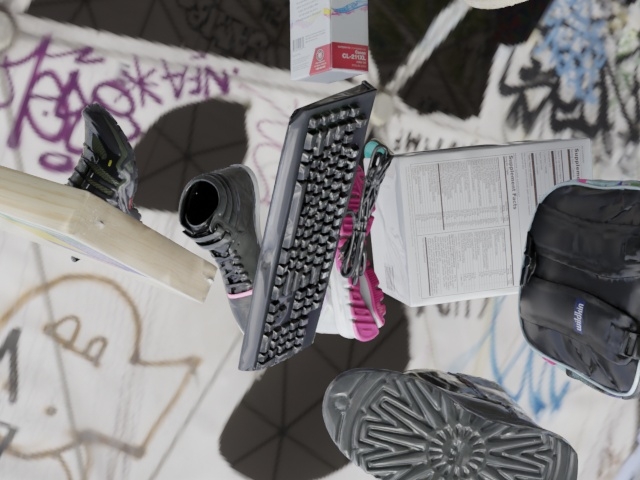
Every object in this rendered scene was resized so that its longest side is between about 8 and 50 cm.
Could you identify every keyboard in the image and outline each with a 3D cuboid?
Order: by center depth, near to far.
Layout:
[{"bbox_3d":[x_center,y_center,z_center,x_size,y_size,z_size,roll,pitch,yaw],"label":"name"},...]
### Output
[{"bbox_3d":[0.008,-0.013,1.006,0.033,0.317,0.201,32,-142,24],"label":"keyboard"}]

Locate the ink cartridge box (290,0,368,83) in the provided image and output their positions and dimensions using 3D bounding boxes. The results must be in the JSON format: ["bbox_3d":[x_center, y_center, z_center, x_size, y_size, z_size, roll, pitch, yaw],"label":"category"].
[{"bbox_3d":[0.013,-0.340,1.528,0.072,0.175,0.127,0,180,-30],"label":"ink cartridge box"}]

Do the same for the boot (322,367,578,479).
[{"bbox_3d":[0.163,0.259,1.529,0.367,0.146,0.445,22,-176,-5],"label":"boot"}]

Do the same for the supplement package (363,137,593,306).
[{"bbox_3d":[0.216,-0.031,1.363,0.263,0.198,0.199,-7,-174,-10],"label":"supplement package"}]

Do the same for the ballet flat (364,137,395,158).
[{"bbox_3d":[0.126,-0.091,1.612,0.052,0.057,0.168,-14,-105,-52],"label":"ballet flat"}]

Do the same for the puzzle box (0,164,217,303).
[{"bbox_3d":[-0.353,-0.036,1.195,0.409,0.052,0.272,17,169,28],"label":"puzzle box"}]

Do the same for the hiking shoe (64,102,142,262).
[{"bbox_3d":[-0.315,-0.074,1.367,0.114,0.226,0.086,-18,-152,-25],"label":"hiking shoe"}]

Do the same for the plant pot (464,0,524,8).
[{"bbox_3d":[0.177,-0.446,0.933,0.305,0.334,0.334,44,-163,-23],"label":"plant pot"}]

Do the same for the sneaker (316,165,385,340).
[{"bbox_3d":[0.000,0.000,1.194,0.111,0.252,0.103,-10,168,31],"label":"sneaker"}]

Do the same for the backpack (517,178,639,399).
[{"bbox_3d":[0.327,0.044,1.058,0.191,0.225,0.253,6,-175,-25],"label":"backpack"}]

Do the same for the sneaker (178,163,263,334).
[{"bbox_3d":[-0.151,0.024,1.565,0.105,0.295,0.147,-11,177,30],"label":"sneaker"}]
